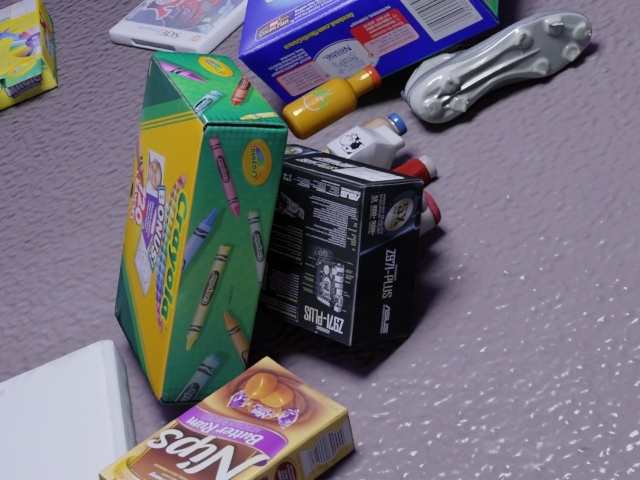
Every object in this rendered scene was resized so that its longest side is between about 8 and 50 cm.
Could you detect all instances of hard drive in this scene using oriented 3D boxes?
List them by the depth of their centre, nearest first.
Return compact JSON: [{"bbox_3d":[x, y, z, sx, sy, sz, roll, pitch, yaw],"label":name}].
[{"bbox_3d":[-0.259,0.229,1.433,0.203,0.040,0.307,-23,35,3],"label":"hard drive"}]

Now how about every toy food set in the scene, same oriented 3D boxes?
[{"bbox_3d":[0.066,-0.079,1.569,0.104,0.111,0.232,-33,35,-10],"label":"toy food set"}]

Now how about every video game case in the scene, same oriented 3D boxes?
[{"bbox_3d":[-0.150,-0.312,2.083,0.183,0.023,0.201,16,52,43],"label":"video game case"}]

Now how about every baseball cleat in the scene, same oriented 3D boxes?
[{"bbox_3d":[0.179,-0.196,1.689,0.206,0.072,0.109,-24,28,-5],"label":"baseball cleat"}]

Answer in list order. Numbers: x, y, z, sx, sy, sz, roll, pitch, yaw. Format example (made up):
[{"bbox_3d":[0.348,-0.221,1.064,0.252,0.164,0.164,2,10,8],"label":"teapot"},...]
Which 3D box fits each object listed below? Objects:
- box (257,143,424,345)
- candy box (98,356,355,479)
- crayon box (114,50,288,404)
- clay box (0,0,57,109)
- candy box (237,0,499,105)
[{"bbox_3d":[0.000,0.000,1.463,0.078,0.147,0.180,-7,17,-42],"label":"box"},{"bbox_3d":[-0.076,0.183,1.335,0.187,0.053,0.109,-35,42,-27],"label":"candy box"},{"bbox_3d":[-0.113,-0.012,1.455,0.081,0.278,0.165,0,27,-24],"label":"crayon box"},{"bbox_3d":[-0.417,-0.236,2.122,0.127,0.053,0.222,-22,36,4],"label":"clay box"},{"bbox_3d":[0.061,-0.325,1.786,0.268,0.122,0.317,-22,42,29],"label":"candy box"}]
